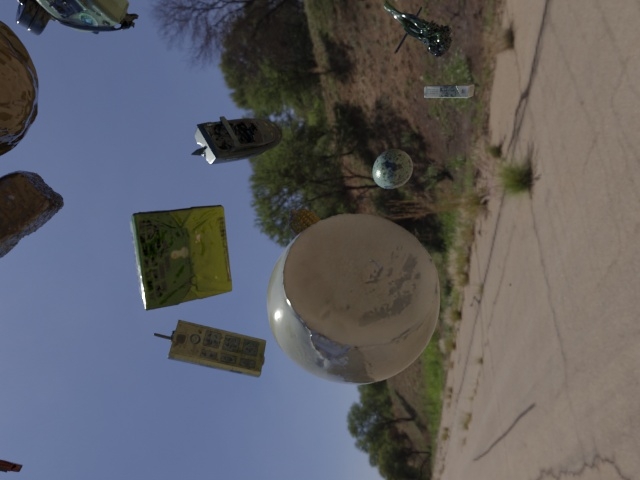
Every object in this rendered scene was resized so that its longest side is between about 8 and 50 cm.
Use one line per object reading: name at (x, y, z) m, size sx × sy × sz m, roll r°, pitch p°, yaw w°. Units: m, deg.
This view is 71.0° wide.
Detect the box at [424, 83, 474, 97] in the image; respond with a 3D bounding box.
box at (0.248, -0.288, 0.863) m, size 0.054 × 0.083 × 0.024 m, roll -33°, pitch -53°, yaw -56°

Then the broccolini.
broccolini at (0.229, -0.515, 1.097) m, size 0.068 × 0.203 × 0.091 m, roll -59°, pitch -23°, yaw 11°

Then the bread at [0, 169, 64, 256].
bread at (-0.675, 0.031, 0.825) m, size 0.113 × 0.416 × 0.165 m, roll 51°, pitch 172°, yaw -20°

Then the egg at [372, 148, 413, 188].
egg at (0.248, -0.246, 1.572) m, size 0.172 × 0.132 × 0.132 m, roll 137°, pitch 137°, yaw -63°

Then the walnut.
walnut at (-0.557, -0.238, 0.679) m, size 0.248 × 0.248 × 0.248 m, roll -3°, pitch -90°, yaw -79°

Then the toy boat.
toy boat at (-0.175, -0.241, 1.038) m, size 0.246 × 0.103 × 0.093 m, roll -24°, pitch -98°, yaw -47°

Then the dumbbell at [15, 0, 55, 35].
dumbbell at (-1.008, -0.803, 1.409) m, size 0.388 × 0.185 × 0.185 m, roll 21°, pitch -118°, yaw -44°

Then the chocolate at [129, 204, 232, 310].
chocolate at (-0.452, 0.043, 1.443) m, size 0.289 × 0.137 × 0.301 m, roll -10°, pitch -79°, yaw -37°

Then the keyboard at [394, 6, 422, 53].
keyboard at (0.285, -0.680, 1.458) m, size 0.155 × 0.010 × 0.053 m, roll -59°, pitch 5°, yaw 18°

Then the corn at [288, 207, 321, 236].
corn at (0.000, 0.000, 1.340) m, size 0.261 × 0.097 × 0.097 m, roll 45°, pitch -173°, yaw 9°

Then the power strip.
power strip at (-0.255, 0.251, 1.051) m, size 0.034 × 0.268 × 0.092 m, roll 127°, pitch 155°, yaw -53°

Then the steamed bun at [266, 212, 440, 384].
steamed bun at (0.059, 0.111, 0.845) m, size 0.206 × 0.324 × 0.324 m, roll 100°, pitch 176°, yaw -54°

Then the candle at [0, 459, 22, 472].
candle at (-0.703, 0.449, 0.918) m, size 0.021 × 0.167 × 0.026 m, roll -62°, pitch 24°, yaw 0°

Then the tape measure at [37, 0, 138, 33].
tape measure at (-0.671, -0.663, 1.252) m, size 0.235 × 0.207 × 0.115 m, roll 39°, pitch -129°, yaw -47°
